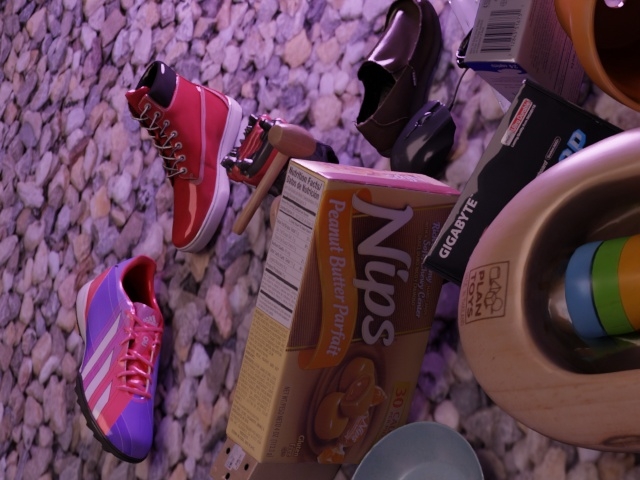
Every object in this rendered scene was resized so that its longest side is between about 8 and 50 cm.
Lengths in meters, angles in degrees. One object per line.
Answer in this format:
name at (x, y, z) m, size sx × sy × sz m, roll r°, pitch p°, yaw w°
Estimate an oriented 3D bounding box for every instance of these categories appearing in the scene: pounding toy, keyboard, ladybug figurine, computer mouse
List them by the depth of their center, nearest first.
ladybug figurine at (0.323, 0.050, 1.534) m, size 0.449 × 0.162 × 0.305 m, roll -8°, pitch 68°, yaw 43°
computer mouse at (0.148, -0.171, 1.996) m, size 0.242 × 0.041 × 0.071 m, roll -63°, pitch 33°, yaw 7°
keyboard at (0.211, -0.245, 2.008) m, size 0.072 × 0.014 × 0.256 m, roll -40°, pitch 42°, yaw 20°
pounding toy at (0.000, 0.000, 2.012) m, size 0.154 × 0.154 × 0.270 m, roll -8°, pitch 81°, yaw 49°

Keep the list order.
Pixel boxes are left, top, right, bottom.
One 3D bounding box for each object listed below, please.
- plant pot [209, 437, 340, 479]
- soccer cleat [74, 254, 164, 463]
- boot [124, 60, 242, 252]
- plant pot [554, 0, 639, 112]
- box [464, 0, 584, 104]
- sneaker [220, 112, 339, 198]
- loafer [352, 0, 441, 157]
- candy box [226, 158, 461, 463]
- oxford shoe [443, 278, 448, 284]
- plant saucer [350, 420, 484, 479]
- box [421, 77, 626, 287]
plant pot at (-0.061, 0.267, 1.944) m, size 0.109 × 0.096 × 0.109 m, roll 31°, pitch 93°, yaw 53°
soccer cleat at (-0.258, 0.153, 2.257) m, size 0.116 × 0.108 × 0.318 m, roll -39°, pitch 40°, yaw 24°
boot at (-0.208, -0.116, 2.300) m, size 0.088 × 0.176 × 0.244 m, roll -15°, pitch 58°, yaw 43°
plant pot at (0.332, -0.242, 1.716) m, size 0.205 × 0.205 × 0.188 m, roll -58°, pitch 21°, yaw 6°
box at (0.233, -0.221, 1.849) m, size 0.072 × 0.137 × 0.126 m, roll 3°, pitch 70°, yaw 39°
sneaker at (-0.047, -0.096, 2.157) m, size 0.098 × 0.135 × 0.276 m, roll -60°, pitch 12°, yaw -1°
loafer at (0.091, -0.214, 2.075) m, size 0.080 × 0.078 × 0.220 m, roll -16°, pitch 57°, yaw 45°
candy box at (0.026, 0.081, 1.809) m, size 0.087 × 0.182 × 0.317 m, roll 29°, pitch 109°, yaw 53°
oxford shoe at (0.190, 0.006, 1.830) m, size 0.227 × 0.082 × 0.096 m, roll -21°, pitch 68°, yaw 46°
plant saucer at (0.105, 0.288, 1.767) m, size 0.195 × 0.037 × 0.195 m, roll -21°, pitch 57°, yaw 37°
box at (0.232, -0.028, 1.718) m, size 0.220 × 0.175 × 0.051 m, roll -61°, pitch -8°, yaw 3°
